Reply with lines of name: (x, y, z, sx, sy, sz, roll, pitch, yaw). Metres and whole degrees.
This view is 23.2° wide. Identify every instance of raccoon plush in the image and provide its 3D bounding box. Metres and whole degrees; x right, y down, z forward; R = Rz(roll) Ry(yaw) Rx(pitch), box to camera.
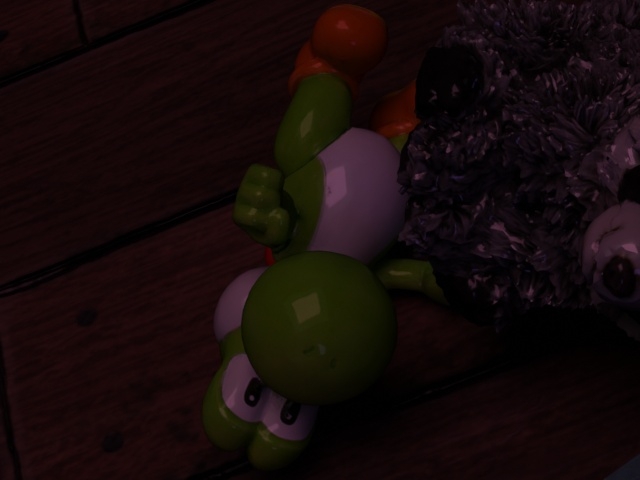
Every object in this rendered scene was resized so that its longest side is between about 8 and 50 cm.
raccoon plush: (0.258, -0.089, 1.084, 0.299, 0.216, 0.446, 11, 46, 29)

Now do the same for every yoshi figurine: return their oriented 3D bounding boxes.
yoshi figurine: (0.021, -0.003, 1.173, 0.204, 0.203, 0.362, 9, 60, 18)

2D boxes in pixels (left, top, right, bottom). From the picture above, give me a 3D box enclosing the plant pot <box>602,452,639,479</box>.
plant pot: (0.245, 0.201, 0.895, 0.166, 0.234, 0.165, -34, 49, -7)
